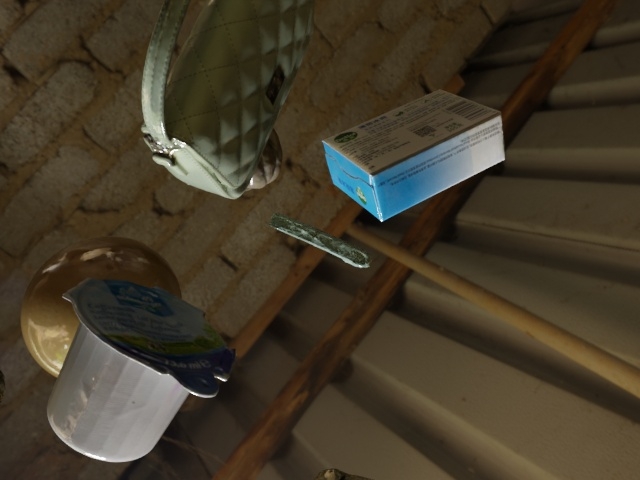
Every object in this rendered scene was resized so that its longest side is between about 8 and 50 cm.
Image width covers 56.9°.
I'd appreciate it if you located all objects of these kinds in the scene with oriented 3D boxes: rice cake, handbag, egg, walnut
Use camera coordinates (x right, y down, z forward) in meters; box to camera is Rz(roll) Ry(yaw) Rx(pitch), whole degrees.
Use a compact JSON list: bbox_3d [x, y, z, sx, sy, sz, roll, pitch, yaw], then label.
[{"bbox_3d":[0.000,0.000,0.644,0.022,0.121,0.022,-68,165,3],"label":"rice cake"},{"bbox_3d":[-0.082,-0.176,0.541,0.219,0.079,0.256,65,45,-74],"label":"handbag"},{"bbox_3d":[-0.446,0.141,1.226,0.373,0.301,0.301,-34,-152,34],"label":"egg"},{"bbox_3d":[-0.198,-0.227,1.436,0.224,0.224,0.224,-34,-152,21],"label":"walnut"}]

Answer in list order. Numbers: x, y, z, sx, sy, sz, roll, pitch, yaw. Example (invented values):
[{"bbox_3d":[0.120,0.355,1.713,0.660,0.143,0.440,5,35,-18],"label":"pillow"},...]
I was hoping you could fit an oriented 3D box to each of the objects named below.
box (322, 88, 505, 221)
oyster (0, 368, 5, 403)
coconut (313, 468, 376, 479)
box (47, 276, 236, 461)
[{"bbox_3d":[0.120,-0.119,0.777,0.194,0.073,0.139,-26,-146,-13],"label":"box"},{"bbox_3d":[-0.474,0.188,0.766,0.079,0.128,0.345,-50,-155,-6],"label":"oyster"},{"bbox_3d":[0.043,0.337,0.584,0.224,0.224,0.224,-34,-152,21],"label":"coconut"},{"bbox_3d":[-0.280,0.220,0.910,0.291,0.262,0.206,38,-75,35],"label":"box"}]
